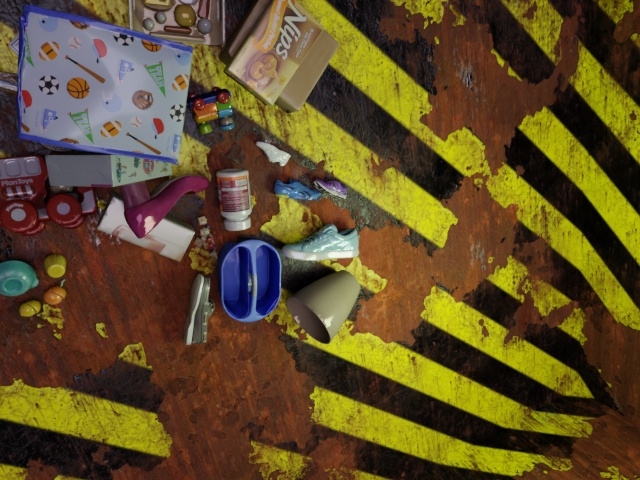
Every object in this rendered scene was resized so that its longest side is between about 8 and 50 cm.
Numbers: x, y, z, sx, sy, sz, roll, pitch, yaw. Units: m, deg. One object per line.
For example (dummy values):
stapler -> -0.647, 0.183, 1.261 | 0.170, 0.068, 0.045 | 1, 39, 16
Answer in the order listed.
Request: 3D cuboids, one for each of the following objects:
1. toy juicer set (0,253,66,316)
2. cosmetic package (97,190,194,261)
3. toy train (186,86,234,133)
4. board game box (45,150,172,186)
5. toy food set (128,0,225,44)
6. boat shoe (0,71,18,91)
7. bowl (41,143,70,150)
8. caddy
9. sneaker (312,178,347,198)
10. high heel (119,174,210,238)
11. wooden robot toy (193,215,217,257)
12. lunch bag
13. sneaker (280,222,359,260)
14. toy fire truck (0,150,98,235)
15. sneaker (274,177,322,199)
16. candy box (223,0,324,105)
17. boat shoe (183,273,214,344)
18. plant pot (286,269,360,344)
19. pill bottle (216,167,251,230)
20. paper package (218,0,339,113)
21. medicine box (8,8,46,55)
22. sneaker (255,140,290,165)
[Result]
toy juicer set -> -1.035, 0.163, 1.553 | 0.328, 0.089, 0.209 | -8, 122, -31
cosmetic package -> -0.618, -0.049, 1.634 | 0.296, 0.153, 0.129 | 27, 92, -27
toy train -> -0.431, -0.443, 1.637 | 0.247, 0.105, 0.144 | -22, 126, -17
board game box -> -0.645, -0.235, 1.440 | 0.223, 0.303, 0.098 | 4, 107, 14
toy food set -> -0.470, -0.776, 1.516 | 0.305, 0.092, 0.220 | -4, 107, -24
boat shoe -> -0.990, -0.500, 1.386 | 0.183, 0.066, 0.066 | 9, 97, -36
bowl -> -0.834, -0.373, 1.465 | 0.170, 0.080, 0.170 | -3, 97, -24
caddy -> -0.282, 0.152, 1.829 | 0.241, 0.179, 0.342 | -5, 107, -22
sneaker -> 0.040, -0.228, 1.936 | 0.169, 0.068, 0.071 | 18, 82, -36
high heel -> -0.514, -0.124, 1.590 | 0.377, 0.127, 0.182 | -20, 98, -53
wooden robot toy -> -0.454, -0.002, 1.770 | 0.078, 0.076, 0.174 | -16, 111, -8
lunch bag -> -0.568, -0.396, 1.209 | 0.385, 0.239, 0.328 | 2, 105, -33
sneaker -> 0.000, 0.000, 1.949 | 0.365, 0.135, 0.150 | -3, 99, -32
toy fire truck -> -0.897, -0.157, 1.484 | 0.301, 0.169, 0.254 | -12, 91, -22
sneaker -> -0.087, -0.210, 1.871 | 0.209, 0.069, 0.082 | 3, 100, -25
candy box -> -0.153, -0.629, 1.515 | 0.182, 0.087, 0.317 | 34, 88, -28
boat shoe -> -0.472, 0.274, 1.823 | 0.091, 0.109, 0.305 | 7, 108, -26
plant pot -> 0.038, 0.257, 1.988 | 0.274, 0.256, 0.257 | -42, 119, -26
pill bottle -> -0.325, -0.156, 1.749 | 0.121, 0.121, 0.221 | -9, 109, -22
paper package -> -0.145, -0.679, 1.649 | 0.324, 0.168, 0.310 | 32, 89, -28
medicine box -> -0.734, -0.503, 1.382 | 0.149, 0.263, 0.289 | -46, 118, -6
sneaker -> -0.190, -0.339, 1.795 | 0.152, 0.053, 0.061 | 25, 97, -29
